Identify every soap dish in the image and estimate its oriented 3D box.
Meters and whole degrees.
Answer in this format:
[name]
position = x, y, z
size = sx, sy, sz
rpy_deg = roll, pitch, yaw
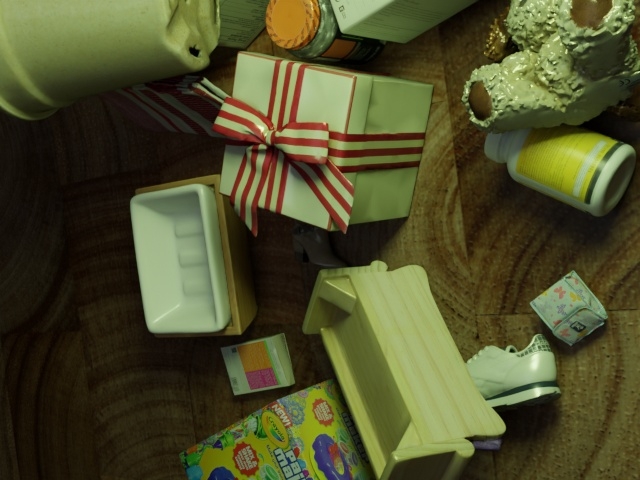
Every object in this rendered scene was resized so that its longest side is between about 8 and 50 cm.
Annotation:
[soap dish]
position = -0.234, 0.032, 1.585
size = 0.229, 0.118, 0.290
rpy_deg = -7, 91, 38

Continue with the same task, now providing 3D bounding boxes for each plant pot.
[plant pot]
position = -0.331, -0.357, 1.289
size = 0.306, 0.334, 0.333
rpy_deg = -1, 95, 16

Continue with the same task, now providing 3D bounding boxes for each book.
[book]
position = -0.118, 0.233, 1.575
size = 0.144, 0.035, 0.096
rpy_deg = -16, 89, 38

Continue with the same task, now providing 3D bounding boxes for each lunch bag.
[lunch bag]
position = 0.349, 0.097, 1.184
size = 0.083, 0.053, 0.071
rpy_deg = 53, 125, 10

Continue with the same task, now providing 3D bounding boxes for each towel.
[towel]
position = -0.259, -0.233, 1.505
size = 0.329, 0.237, 0.037
rpy_deg = 11, 79, 36

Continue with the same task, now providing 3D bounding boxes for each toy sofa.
[toy sofa]
position = 0.113, 0.208, 1.263
size = 0.150, 0.177, 0.362
rpy_deg = 106, 151, -42

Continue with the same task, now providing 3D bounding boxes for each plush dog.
[plush dog]
position = 0.319, -0.268, 1.095
size = 0.262, 0.211, 0.225
rpy_deg = -44, 43, 45

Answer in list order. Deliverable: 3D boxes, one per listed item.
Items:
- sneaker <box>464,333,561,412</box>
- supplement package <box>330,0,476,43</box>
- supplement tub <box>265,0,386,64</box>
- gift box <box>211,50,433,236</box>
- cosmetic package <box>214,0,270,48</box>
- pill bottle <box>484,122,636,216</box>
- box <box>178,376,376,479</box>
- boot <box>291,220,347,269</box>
[sneaker]
position = 0.246, 0.210, 1.268
size = 0.235, 0.090, 0.094
rpy_deg = -20, 68, 35
[supplement package]
position = 0.160, -0.427, 1.185
size = 0.293, 0.178, 0.175
rpy_deg = -23, 81, 37
[supplement tub]
position = 0.011, -0.335, 1.304
size = 0.117, 0.190, 0.116
rpy_deg = 5, 98, 37
[gift box]
position = 0.005, -0.135, 1.291
size = 0.255, 0.258, 0.276
rpy_deg = 14, 103, 36
[cosmetic package]
position = -0.108, -0.464, 1.402
size = 0.309, 0.160, 0.113
rpy_deg = -38, 72, 33
[pill bottle]
position = 0.320, -0.112, 1.147
size = 0.184, 0.103, 0.103
rpy_deg = 30, 113, 31
[box]
position = -0.048, 0.431, 1.453
size = 0.279, 0.177, 0.289
rpy_deg = -35, 74, 34
[boot]
position = 0.000, 0.000, 1.451
size = 0.119, 0.042, 0.086
rpy_deg = 12, 95, 29
